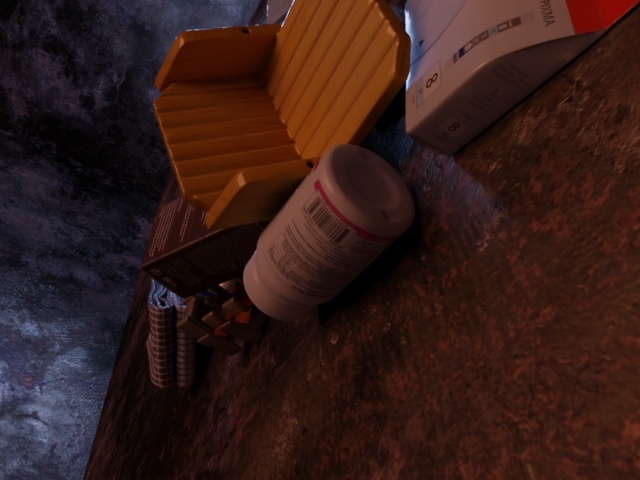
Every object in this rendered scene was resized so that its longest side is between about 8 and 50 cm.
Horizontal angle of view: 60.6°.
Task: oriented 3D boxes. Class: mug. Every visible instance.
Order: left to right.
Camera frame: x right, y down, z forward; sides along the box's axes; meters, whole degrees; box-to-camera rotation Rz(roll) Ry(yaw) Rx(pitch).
[{"bbox_3d":[-0.253,0.114,1.438,0.078,0.062,0.064,-27,49,24],"label":"mug"}]

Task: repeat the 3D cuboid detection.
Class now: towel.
[{"bbox_3d":[-0.411,0.237,1.480,0.284,0.121,0.234,-144,53,-67],"label":"towel"}]

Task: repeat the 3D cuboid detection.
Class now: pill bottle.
[{"bbox_3d":[0.000,0.000,0.851,0.283,0.160,0.160,-47,30,40],"label":"pill bottle"}]

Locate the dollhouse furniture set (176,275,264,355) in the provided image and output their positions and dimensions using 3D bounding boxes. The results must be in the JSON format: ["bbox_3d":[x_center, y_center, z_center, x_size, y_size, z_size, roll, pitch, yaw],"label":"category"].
[{"bbox_3d":[-0.200,0.142,1.257,0.259,0.135,0.262,-34,38,35],"label":"dollhouse furniture set"}]

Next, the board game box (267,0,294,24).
[{"bbox_3d":[-0.049,-0.530,1.411,0.224,0.098,0.303,-4,84,59],"label":"board game box"}]

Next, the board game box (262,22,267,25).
[{"bbox_3d":[-0.153,-0.540,1.708,0.210,0.047,0.160,59,-135,-68],"label":"board game box"}]

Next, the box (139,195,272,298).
[{"bbox_3d":[-0.178,-0.039,1.143,0.381,0.143,0.191,-23,42,28],"label":"box"}]

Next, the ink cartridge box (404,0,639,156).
[{"bbox_3d":[0.256,-0.336,0.699,0.385,0.091,0.308,-42,33,48],"label":"ink cartridge box"}]

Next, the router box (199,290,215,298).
[{"bbox_3d":[-0.288,-0.002,1.600,0.335,0.082,0.301,-64,23,7],"label":"router box"}]

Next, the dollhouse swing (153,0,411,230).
[{"bbox_3d":[-0.086,-0.259,0.870,0.305,0.315,0.346,113,138,-55],"label":"dollhouse swing"}]
